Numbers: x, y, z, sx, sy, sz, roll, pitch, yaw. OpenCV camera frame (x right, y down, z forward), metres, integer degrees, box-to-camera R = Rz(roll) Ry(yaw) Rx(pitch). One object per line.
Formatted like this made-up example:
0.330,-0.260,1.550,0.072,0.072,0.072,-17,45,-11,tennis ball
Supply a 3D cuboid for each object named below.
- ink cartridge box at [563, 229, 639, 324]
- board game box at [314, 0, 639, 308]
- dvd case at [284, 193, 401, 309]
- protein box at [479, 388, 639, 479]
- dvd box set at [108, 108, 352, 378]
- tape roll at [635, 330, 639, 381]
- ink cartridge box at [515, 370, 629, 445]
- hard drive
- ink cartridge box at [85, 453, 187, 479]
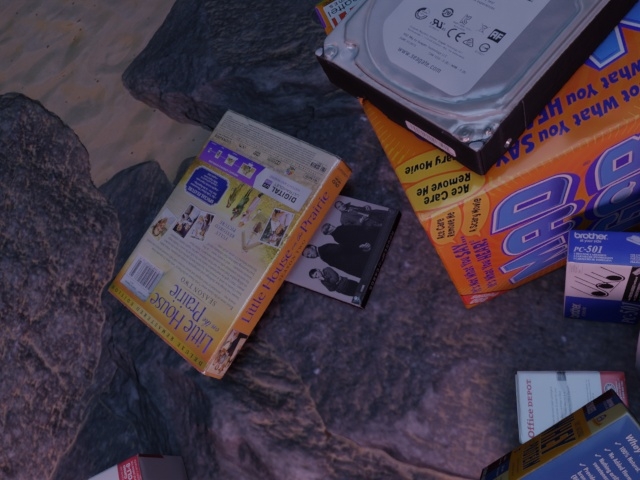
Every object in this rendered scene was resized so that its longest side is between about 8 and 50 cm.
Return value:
0.368,0.052,0.749,0.097,0.207,0.046,4,66,23,ink cartridge box
0.262,-0.177,0.796,0.356,0.356,0.356,-27,62,10,board game box
0.000,0.000,1.017,0.239,0.029,0.179,17,77,27,dvd case
0.321,0.318,0.665,0.201,0.136,0.200,-39,75,14,protein box
-0.172,-0.012,1.047,0.308,0.062,0.420,28,84,36,dvd box set
0.461,0.089,0.688,0.072,0.219,0.219,22,79,48,tape roll
0.336,0.228,0.780,0.135,0.056,0.099,-4,69,20,ink cartridge box
0.187,-0.261,0.619,0.339,0.064,0.237,-47,60,-3,hard drive
-0.309,0.432,0.913,0.176,0.128,0.127,-28,62,9,ink cartridge box
